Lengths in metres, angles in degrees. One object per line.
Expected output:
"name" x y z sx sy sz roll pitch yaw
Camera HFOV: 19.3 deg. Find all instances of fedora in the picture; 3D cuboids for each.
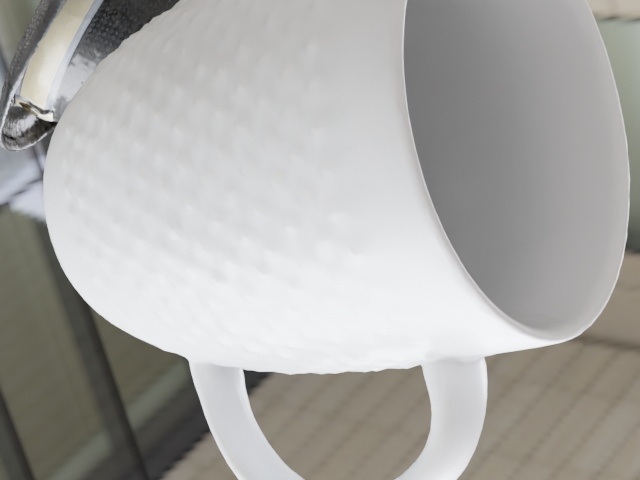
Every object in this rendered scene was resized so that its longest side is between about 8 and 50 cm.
"fedora" -0.148 -0.177 1.669 0.152 0.334 0.334 33 -139 0

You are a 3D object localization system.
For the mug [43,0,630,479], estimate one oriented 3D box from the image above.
"mug" 0.000 0.000 1.226 0.328 0.374 0.276 -11 176 35
